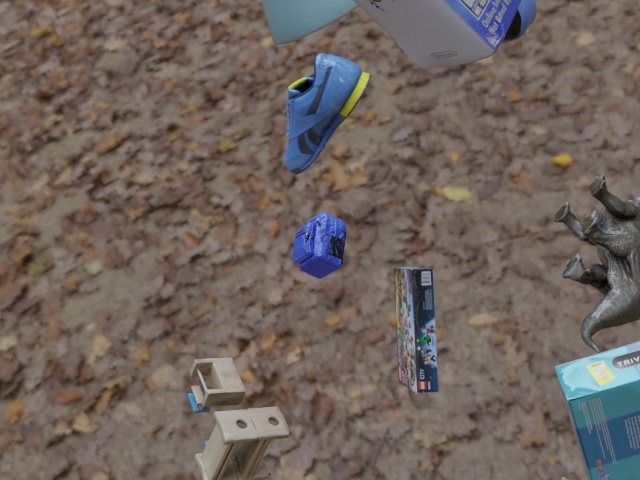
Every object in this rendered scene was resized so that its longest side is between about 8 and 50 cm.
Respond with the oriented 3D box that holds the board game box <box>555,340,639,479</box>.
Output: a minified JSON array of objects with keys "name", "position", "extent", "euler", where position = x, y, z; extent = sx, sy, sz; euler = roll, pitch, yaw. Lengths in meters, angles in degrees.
[{"name":"board game box","position":[0.569,0.258,1.611],"extent":[0.336,0.254,0.079],"euler":[-18,38,8]}]

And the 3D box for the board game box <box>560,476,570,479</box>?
[{"name":"board game box","position":[0.310,0.295,1.026],"extent":[0.124,0.259,0.039],"euler":[30,84,8]}]

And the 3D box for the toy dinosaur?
[{"name":"toy dinosaur","position":[0.386,0.020,1.281],"extent":[0.121,0.160,0.313],"euler":[-52,17,34]}]

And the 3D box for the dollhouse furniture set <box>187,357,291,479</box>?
[{"name":"dollhouse furniture set","position":[-0.158,0.321,1.807],"extent":[0.129,0.129,0.183],"euler":[1,41,-31]}]

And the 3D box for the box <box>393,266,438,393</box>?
[{"name":"box","position":[0.182,0.168,1.941],"extent":[0.044,0.233,0.159],"euler":[-3,-1,-8]}]

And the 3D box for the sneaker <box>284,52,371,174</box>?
[{"name":"sneaker","position":[-0.013,-0.163,1.277],"extent":[0.082,0.209,0.069],"euler":[26,54,-10]}]

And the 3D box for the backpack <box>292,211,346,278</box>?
[{"name":"backpack","position":[0.000,0.000,2.090],"extent":[0.098,0.101,0.120],"euler":[-26,44,47]}]

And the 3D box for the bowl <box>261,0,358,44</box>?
[{"name":"bowl","position":[0.010,-0.473,1.634],"extent":[0.311,0.163,0.311],"euler":[-30,22,13]}]

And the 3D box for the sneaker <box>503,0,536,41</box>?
[{"name":"sneaker","position":[0.085,-0.239,0.935],"extent":[0.232,0.081,0.090],"euler":[29,52,2]}]

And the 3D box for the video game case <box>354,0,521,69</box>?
[{"name":"video game case","position":[0.042,-0.265,0.489],"extent":[0.061,0.244,0.269],"euler":[0,60,55]}]
